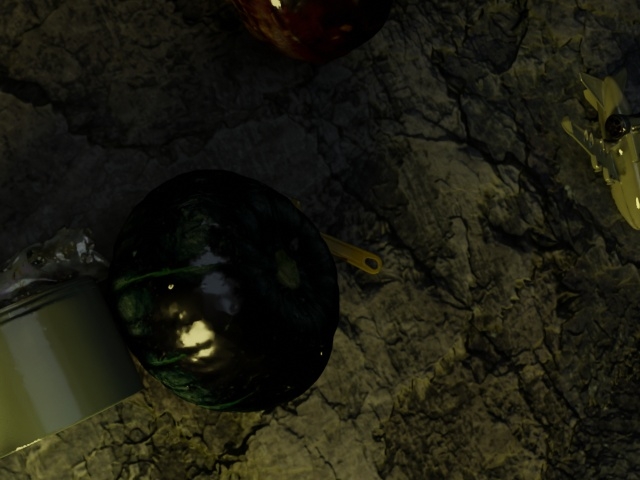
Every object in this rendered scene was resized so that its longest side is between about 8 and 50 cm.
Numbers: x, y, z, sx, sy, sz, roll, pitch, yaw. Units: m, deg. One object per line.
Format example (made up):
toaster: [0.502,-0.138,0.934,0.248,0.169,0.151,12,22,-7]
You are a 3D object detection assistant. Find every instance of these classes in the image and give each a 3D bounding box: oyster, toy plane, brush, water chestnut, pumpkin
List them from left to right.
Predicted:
oyster: [-0.360,0.041,1.522,0.199,0.061,0.106,-6,64,-27]
pumpkin: [-0.129,0.066,1.504,0.315,0.238,0.315,22,61,-47]
water chestnut: [-0.047,-0.402,1.617,0.350,0.302,0.350,14,74,-60]
brush: [0.000,0.000,1.697,0.205,0.011,0.083,24,70,-18]
toy plane: [0.477,-0.145,1.886,0.242,0.104,0.256,-11,77,-40]

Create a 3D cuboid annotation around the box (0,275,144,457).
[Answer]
box: [-0.339,0.153,1.403,0.226,0.226,0.149,-24,89,-25]
